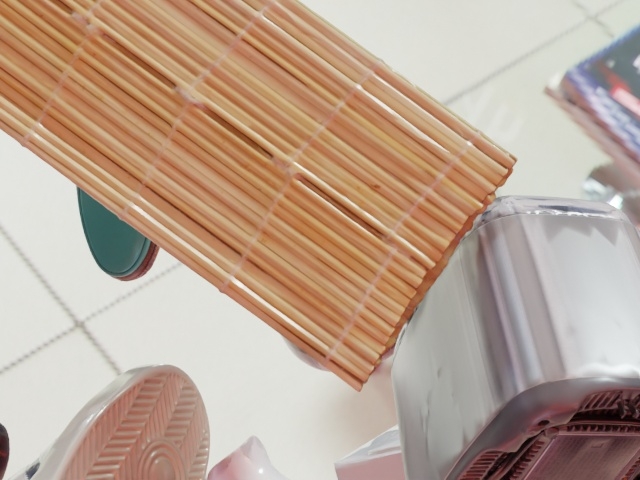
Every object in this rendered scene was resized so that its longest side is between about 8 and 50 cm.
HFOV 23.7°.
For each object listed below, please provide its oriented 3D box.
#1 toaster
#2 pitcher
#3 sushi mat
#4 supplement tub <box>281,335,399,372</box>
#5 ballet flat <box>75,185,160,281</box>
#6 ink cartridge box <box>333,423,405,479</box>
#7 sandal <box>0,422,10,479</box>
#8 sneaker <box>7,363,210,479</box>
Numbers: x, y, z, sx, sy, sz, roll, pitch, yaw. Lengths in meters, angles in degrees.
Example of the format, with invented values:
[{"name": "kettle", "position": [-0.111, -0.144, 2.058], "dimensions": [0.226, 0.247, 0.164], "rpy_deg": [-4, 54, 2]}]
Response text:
[{"name": "toaster", "position": [0.119, 0.076, 0.835], "dimensions": [0.129, 0.227, 0.146], "rpy_deg": [2, 51, -18]}, {"name": "pitcher", "position": [-0.038, 0.349, 1.793], "dimensions": [0.125, 0.178, 0.207], "rpy_deg": [-39, 70, -17]}, {"name": "sushi mat", "position": [-0.063, -0.074, 0.805], "dimensions": [0.316, 0.019, 0.151], "rpy_deg": [36, 87, 4]}, {"name": "supplement tub", "position": [0.000, 0.000, 1.959], "dimensions": [0.207, 0.338, 0.207], "rpy_deg": [-11, 49, 13]}, {"name": "ballet flat", "position": [-0.197, -0.119, 1.570], "dimensions": [0.107, 0.316, 0.106], "rpy_deg": [-1, 11, 21]}, {"name": "ink cartridge box", "position": [0.147, 0.281, 1.441], "dimensions": [0.171, 0.168, 0.233], "rpy_deg": [-19, 91, -64]}, {"name": "sandal", "position": [-0.443, 0.244, 1.640], "dimensions": [0.254, 0.054, 0.097], "rpy_deg": [-11, 84, 25]}, {"name": "sneaker", "position": [-0.217, 0.216, 1.144], "dimensions": [0.350, 0.148, 0.131], "rpy_deg": [-49, 120, -47]}]
